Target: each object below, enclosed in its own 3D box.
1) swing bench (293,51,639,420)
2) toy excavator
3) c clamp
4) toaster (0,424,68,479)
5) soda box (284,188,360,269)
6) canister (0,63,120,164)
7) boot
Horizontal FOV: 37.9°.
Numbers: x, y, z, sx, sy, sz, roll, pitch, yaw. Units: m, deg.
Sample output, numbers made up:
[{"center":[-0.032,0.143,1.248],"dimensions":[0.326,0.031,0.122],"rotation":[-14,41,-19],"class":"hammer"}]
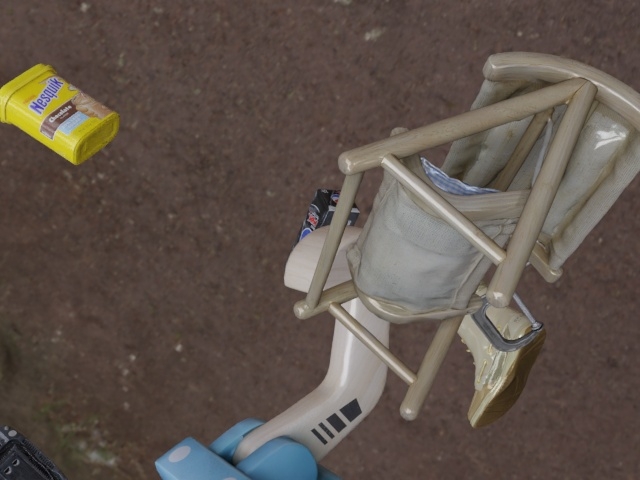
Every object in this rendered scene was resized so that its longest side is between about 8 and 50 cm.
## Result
[{"center":[0.134,-0.014,0.825],"dimensions":[0.165,0.254,0.253],"rotation":[43,149,15],"class":"swing bench"},{"center":[-0.034,0.256,1.046],"dimensions":[0.222,0.445,0.433],"rotation":[11,130,55],"class":"toy excavator"},{"center":[0.334,0.124,1.611],"dimensions":[0.137,0.022,0.161],"rotation":[-27,119,11],"class":"c clamp"},{"center":[-0.567,0.459,1.715],"dimensions":[0.227,0.129,0.146],"rotation":[43,131,-4],"class":"toaster"},{"center":[0.000,0.000,1.460],"dimensions":[0.060,0.053,0.169],"rotation":[2,132,-27],"class":"soda box"},{"center":[-0.441,-0.213,1.575],"dimensions":[0.170,0.126,0.073],"rotation":[32,139,12],"class":"canister"},{"center":[0.313,0.220,1.843],"dimensions":[0.203,0.095,0.262],"rotation":[44,127,38],"class":"boot"}]
